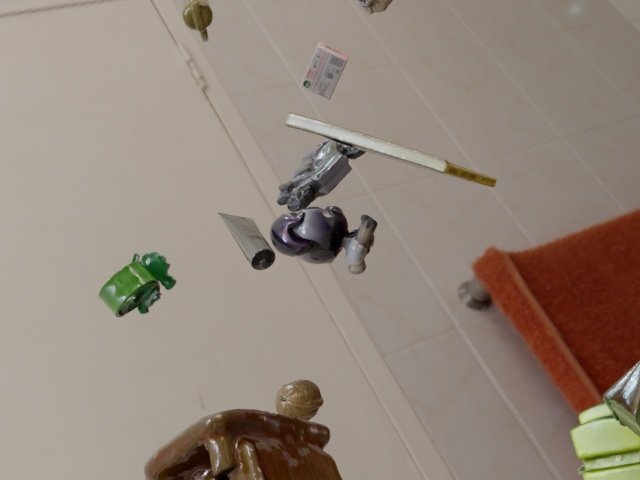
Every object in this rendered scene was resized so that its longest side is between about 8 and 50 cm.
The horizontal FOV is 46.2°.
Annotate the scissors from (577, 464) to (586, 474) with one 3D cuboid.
[{"bbox_3d":[0.693,0.503,1.740,0.187,0.020,0.133,-29,-3,-4],"label":"scissors"}]

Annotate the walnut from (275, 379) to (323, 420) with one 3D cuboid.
[{"bbox_3d":[-0.048,0.372,1.742,0.105,0.105,0.124,-44,-30,25],"label":"walnut"}]

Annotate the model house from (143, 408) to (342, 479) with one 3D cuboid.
[{"bbox_3d":[-0.043,0.278,0.627,0.219,0.229,0.199,18,-54,-47],"label":"model house"}]

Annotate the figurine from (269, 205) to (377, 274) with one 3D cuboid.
[{"bbox_3d":[0.000,0.000,1.627,0.145,0.222,0.145,15,-90,-80],"label":"figurine"}]

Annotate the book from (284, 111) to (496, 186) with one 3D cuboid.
[{"bbox_3d":[0.134,-0.144,1.246,0.374,0.262,0.028,0,-72,-67],"label":"book"}]

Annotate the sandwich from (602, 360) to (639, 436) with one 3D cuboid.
[{"bbox_3d":[0.529,0.250,1.204,0.116,0.074,0.074,-40,-65,-8],"label":"sandwich"}]

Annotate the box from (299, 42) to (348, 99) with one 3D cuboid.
[{"bbox_3d":[0.010,-0.444,1.972,0.089,0.043,0.125,25,-60,-7],"label":"box"}]

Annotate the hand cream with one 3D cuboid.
[{"bbox_3d":[-0.146,-0.002,1.557,0.087,0.186,0.054,9,-61,-36],"label":"hand cream"}]

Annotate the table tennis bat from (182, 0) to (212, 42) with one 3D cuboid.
[{"bbox_3d":[-0.231,-0.443,1.356,0.050,0.321,0.198,-14,-57,-5],"label":"table tennis bat"}]

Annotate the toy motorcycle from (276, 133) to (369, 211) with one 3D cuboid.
[{"bbox_3d":[-0.001,-0.146,1.532,0.225,0.152,0.073,-44,-63,-11],"label":"toy motorcycle"}]

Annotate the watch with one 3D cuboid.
[{"bbox_3d":[-0.455,0.101,1.825,0.165,0.131,0.152,-44,-11,10],"label":"watch"}]

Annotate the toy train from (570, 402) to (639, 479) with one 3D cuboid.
[{"bbox_3d":[0.644,0.457,1.535,0.179,0.272,0.442,-20,-17,28],"label":"toy train"}]

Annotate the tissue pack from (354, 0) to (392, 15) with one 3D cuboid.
[{"bbox_3d":[0.102,-0.672,1.370,0.390,0.375,0.195,-47,4,13],"label":"tissue pack"}]
